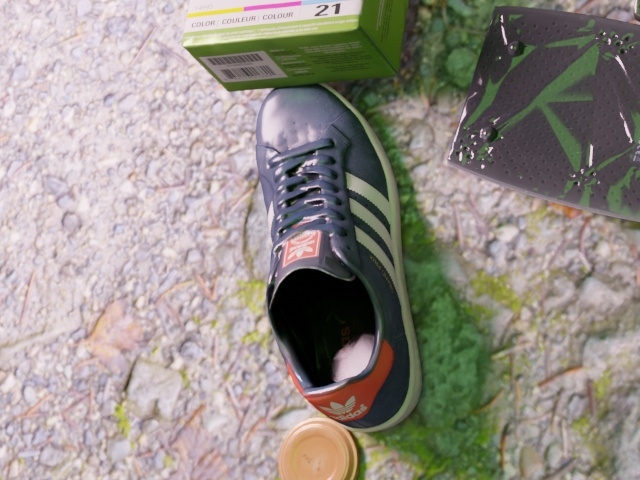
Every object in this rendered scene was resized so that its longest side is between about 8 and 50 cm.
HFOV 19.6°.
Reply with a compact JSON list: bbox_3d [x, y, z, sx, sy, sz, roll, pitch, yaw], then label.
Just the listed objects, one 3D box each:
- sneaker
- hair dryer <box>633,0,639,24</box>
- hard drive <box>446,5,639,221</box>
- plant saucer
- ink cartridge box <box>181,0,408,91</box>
[{"bbox_3d":[0.000,0.000,1.700,0.131,0.148,0.350,-24,71,20],"label":"sneaker"},{"bbox_3d":[0.403,-0.255,1.560,0.293,0.080,0.224,17,112,25],"label":"hair dryer"},{"bbox_3d":[0.253,-0.108,1.650,0.254,0.054,0.172,16,87,28],"label":"hard drive"},{"bbox_3d":[-0.003,0.207,1.738,0.083,0.013,0.083,-6,77,25],"label":"plant saucer"},{"bbox_3d":[-0.012,-0.280,1.762,0.188,0.097,0.255,-3,66,26],"label":"ink cartridge box"}]
